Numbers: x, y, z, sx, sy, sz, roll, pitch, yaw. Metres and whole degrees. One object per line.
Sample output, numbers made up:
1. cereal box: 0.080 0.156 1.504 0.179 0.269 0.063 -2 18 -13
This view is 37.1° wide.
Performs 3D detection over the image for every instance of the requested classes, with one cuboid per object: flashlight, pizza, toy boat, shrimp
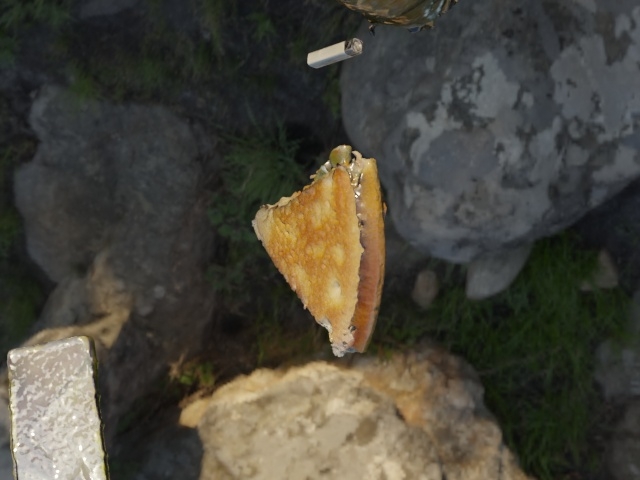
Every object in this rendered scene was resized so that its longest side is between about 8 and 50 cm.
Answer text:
1. flashlight: 0.017 -0.225 1.146 0.018 0.018 0.083 10 170 -39
2. pizza: 0.000 0.000 0.866 0.052 0.185 0.195 -4 -165 -33
3. toy boat: -0.176 0.123 0.639 0.063 0.115 0.016 -12 156 0
4. shrimp: 0.092 -0.187 0.603 0.169 0.296 0.058 -26 92 11
